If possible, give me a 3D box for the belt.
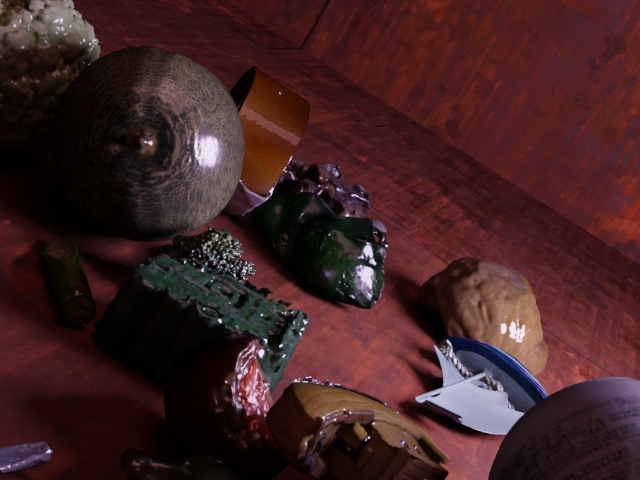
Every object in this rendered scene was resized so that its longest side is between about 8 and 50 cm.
[{"bbox_3d":[-0.123,-0.159,1.672,0.122,0.217,0.338,33,13,-13],"label":"belt"}]

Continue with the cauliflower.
[{"bbox_3d":[-0.430,-0.264,1.385,0.281,0.260,0.327,43,0,20],"label":"cauliflower"}]

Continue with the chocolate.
[{"bbox_3d":[-0.082,0.169,1.006,0.124,0.127,0.133,4,54,-35],"label":"chocolate"}]

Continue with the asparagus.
[{"bbox_3d":[-0.285,0.034,1.171,0.045,0.041,0.178,29,15,-34],"label":"asparagus"}]

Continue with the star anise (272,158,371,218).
[{"bbox_3d":[0.000,-0.084,1.860,0.214,0.099,0.220,10,26,-28],"label":"star anise"}]

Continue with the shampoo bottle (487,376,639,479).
[{"bbox_3d":[0.313,0.298,1.046,0.273,0.273,0.266,22,29,-27],"label":"shampoo bottle"}]

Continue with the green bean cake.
[{"bbox_3d":[-0.125,0.091,1.170,0.208,0.107,0.193,30,19,1],"label":"green bean cake"}]

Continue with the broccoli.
[{"bbox_3d":[-0.155,0.031,1.328,0.118,0.122,0.204,42,1,-13],"label":"broccoli"}]

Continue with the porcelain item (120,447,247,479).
[{"bbox_3d":[-0.076,0.234,0.920,0.216,0.069,0.081,25,22,-20],"label":"porcelain item"}]

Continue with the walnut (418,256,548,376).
[{"bbox_3d":[0.274,0.117,1.696,0.238,0.141,0.204,34,22,18],"label":"walnut"}]

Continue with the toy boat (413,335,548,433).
[{"bbox_3d":[0.215,0.202,1.484,0.292,0.070,0.210,14,23,-38],"label":"toy boat"}]

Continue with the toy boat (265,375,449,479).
[{"bbox_3d":[0.049,0.211,1.020,0.121,0.089,0.321,41,3,32],"label":"toy boat"}]

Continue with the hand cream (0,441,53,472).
[{"bbox_3d":[-0.259,0.179,0.859,0.030,0.019,0.093,40,22,31],"label":"hand cream"}]

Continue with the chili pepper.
[{"bbox_3d":[0.005,-0.004,1.615,0.148,0.116,0.264,10,26,-41],"label":"chili pepper"}]

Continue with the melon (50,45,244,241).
[{"bbox_3d":[-0.218,-0.122,1.353,0.249,0.248,0.329,30,3,-4],"label":"melon"}]
